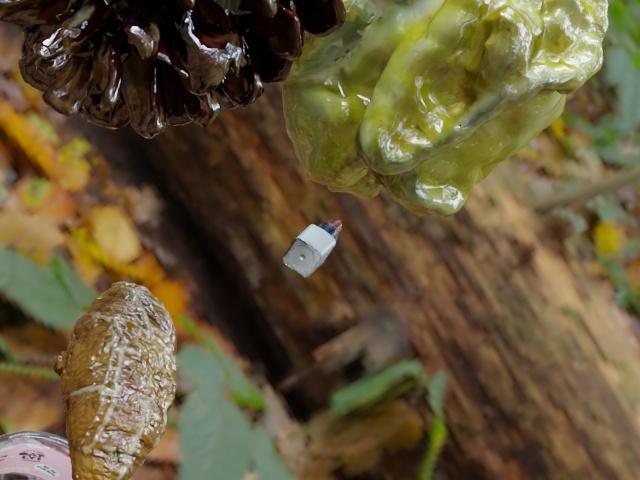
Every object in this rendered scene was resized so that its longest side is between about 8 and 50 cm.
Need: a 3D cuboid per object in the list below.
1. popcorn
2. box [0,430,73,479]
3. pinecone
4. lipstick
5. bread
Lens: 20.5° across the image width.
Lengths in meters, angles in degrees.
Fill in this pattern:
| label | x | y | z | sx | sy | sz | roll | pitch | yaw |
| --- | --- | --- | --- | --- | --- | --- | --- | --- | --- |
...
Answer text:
| label | x | y | z | sx | sy | sz | roll | pitch | yaw |
| --- | --- | --- | --- | --- | --- | --- | --- | --- | --- |
| popcorn | 0.091 | -0.181 | 1.586 | 0.312 | 0.312 | 0.312 | 55 | 12 | -18 |
| box | -0.268 | 0.257 | 1.585 | 0.151 | 0.151 | 0.135 | 58 | 1 | -5 |
| pinecone | -0.113 | -0.208 | 1.332 | 0.242 | 0.296 | 0.298 | 47 | -30 | 8 |
| lipstick | 0.000 | 0.000 | 1.385 | 0.025 | 0.025 | 0.107 | 36 | 21 | 5 |
| bread | -0.163 | 0.104 | 1.466 | 0.105 | 0.076 | 0.233 | 41 | 30 | -27 |
